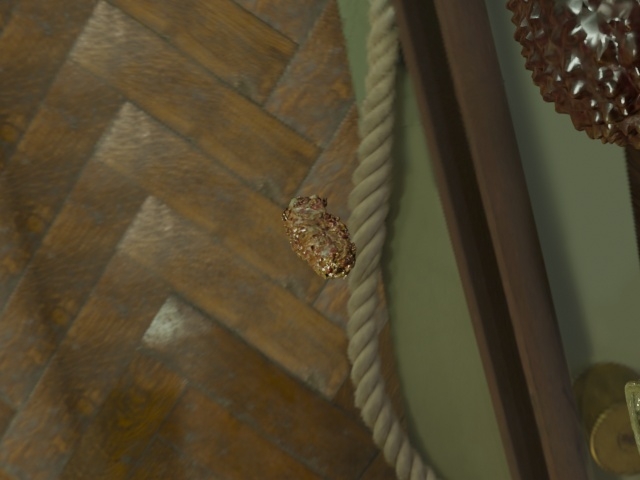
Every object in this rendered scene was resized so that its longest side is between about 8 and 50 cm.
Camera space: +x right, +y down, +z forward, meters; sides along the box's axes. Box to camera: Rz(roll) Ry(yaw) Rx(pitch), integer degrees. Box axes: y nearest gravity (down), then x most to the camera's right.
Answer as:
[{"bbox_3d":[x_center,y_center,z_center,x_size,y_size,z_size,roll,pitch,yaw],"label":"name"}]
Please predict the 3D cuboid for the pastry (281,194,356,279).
[{"bbox_3d":[-0.002,0.001,1.632,0.087,0.169,0.063,-24,135,-9],"label":"pastry"}]

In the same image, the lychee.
[{"bbox_3d":[0.353,-0.266,1.154,0.306,0.306,0.330,13,144,8],"label":"lychee"}]

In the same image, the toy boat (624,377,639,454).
[{"bbox_3d":[0.485,0.260,1.409,0.116,0.061,0.188,0,117,43],"label":"toy boat"}]
